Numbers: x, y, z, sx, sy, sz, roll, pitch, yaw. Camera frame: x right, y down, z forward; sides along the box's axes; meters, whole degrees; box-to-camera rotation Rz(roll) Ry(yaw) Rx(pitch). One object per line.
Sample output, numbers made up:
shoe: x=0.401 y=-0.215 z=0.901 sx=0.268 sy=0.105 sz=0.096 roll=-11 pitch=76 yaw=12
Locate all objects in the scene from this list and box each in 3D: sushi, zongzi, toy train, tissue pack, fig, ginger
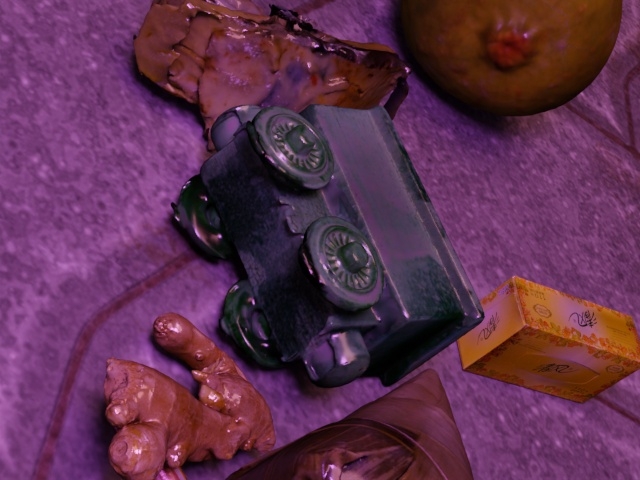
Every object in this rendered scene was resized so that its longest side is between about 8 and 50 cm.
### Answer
sushi: x=-0.051 y=-0.162 z=1.173 sx=0.291 sy=0.139 sz=0.131 roll=9 pitch=32 yaw=-40
zongzi: x=0.097 y=0.254 z=0.930 sx=0.317 sy=0.154 sz=0.289 roll=-20 pitch=81 yaw=-57
toy train: x=0.000 y=0.000 z=1.046 sx=0.202 sy=0.145 sz=0.266 roll=2 pitch=57 yaw=-46
tissue pack: x=0.232 y=0.104 z=1.215 sx=0.176 sy=0.095 sz=0.062 roll=18 pitch=48 yaw=-33
fig: x=0.227 y=-0.290 z=1.431 sx=0.258 sy=0.258 sz=0.326 roll=38 pitch=22 yaw=-12
ginger: x=-0.093 y=0.120 z=0.892 sx=0.176 sy=0.052 sz=0.193 roll=33 pitch=27 yaw=-31

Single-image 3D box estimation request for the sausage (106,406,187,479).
sausage: x=-0.099 y=0.199 z=0.872 sx=0.029 sy=0.029 sz=0.223 roll=-18 pitch=72 yaw=-49
